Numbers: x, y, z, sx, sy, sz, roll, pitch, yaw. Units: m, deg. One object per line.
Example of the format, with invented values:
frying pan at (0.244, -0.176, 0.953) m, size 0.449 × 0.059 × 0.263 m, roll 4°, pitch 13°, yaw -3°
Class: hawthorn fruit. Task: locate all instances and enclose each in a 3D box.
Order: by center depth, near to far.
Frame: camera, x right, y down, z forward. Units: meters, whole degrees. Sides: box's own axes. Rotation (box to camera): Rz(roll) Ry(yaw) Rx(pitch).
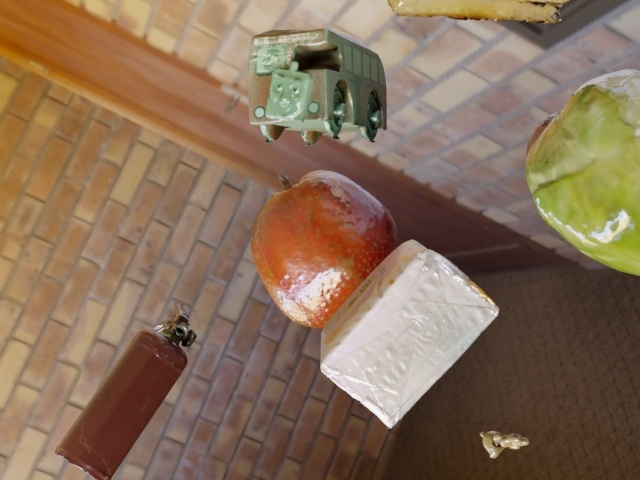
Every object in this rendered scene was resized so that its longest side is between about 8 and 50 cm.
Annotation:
hawthorn fruit at (0.000, 0.000, 1.634) m, size 0.275 × 0.299 × 0.275 m, roll -33°, pitch 0°, yaw 0°

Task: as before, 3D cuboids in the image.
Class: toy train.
toy train at (0.004, -0.217, 1.287) m, size 0.326 × 0.129 × 0.159 m, roll -9°, pitch -80°, yaw -69°

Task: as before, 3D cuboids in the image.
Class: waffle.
waffle at (0.230, -0.443, 1.403) m, size 0.091 × 0.308 × 0.212 m, roll 112°, pitch 147°, yaw -50°

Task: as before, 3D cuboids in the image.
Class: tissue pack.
tissue pack at (0.097, 0.099, 1.076) m, size 0.185 × 0.124 × 0.225 m, roll -49°, pitch 2°, yaw 3°

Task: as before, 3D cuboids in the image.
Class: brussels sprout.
brussels sprout at (0.455, -0.102, 1.314) m, size 0.247 × 0.328 × 0.328 m, roll -19°, pitch 43°, yaw 45°

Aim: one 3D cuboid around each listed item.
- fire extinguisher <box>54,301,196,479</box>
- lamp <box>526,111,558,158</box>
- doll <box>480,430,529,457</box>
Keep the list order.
fire extinguisher at (-0.319, 0.244, 1.523) m, size 0.147 × 0.106 × 0.337 m, roll -5°, pitch 47°, yaw 58°
lamp at (0.509, -0.180, 1.798) m, size 0.180 × 0.180 × 0.258 m, roll -59°, pitch -7°, yaw 19°
doll at (0.342, 0.370, 1.655) m, size 0.093 × 0.061 × 0.051 m, roll -39°, pitch 34°, yaw 38°
